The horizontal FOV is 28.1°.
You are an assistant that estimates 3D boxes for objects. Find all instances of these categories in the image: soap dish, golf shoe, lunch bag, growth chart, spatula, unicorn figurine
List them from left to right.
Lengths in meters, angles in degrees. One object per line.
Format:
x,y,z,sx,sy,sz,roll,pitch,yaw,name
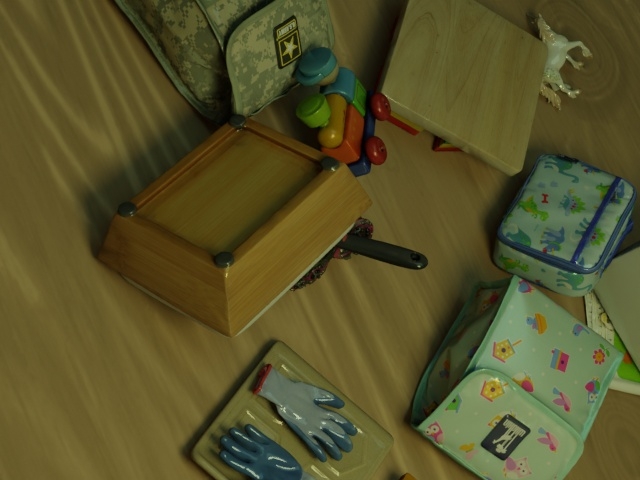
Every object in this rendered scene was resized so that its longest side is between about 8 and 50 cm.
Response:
-0.121,-0.324,1.805,0.235,0.169,0.287,-42,100,-38,lunch bag
-0.110,-0.030,1.652,0.229,0.118,0.291,28,53,27,soap dish
-0.019,0.009,1.788,0.186,0.067,0.086,-29,49,-28,golf shoe
0.000,0.000,1.721,0.296,0.030,0.084,11,45,15,spatula
0.269,0.214,1.798,0.223,0.160,0.262,36,68,-15,lunch bag
0.396,-0.309,2.147,0.111,0.060,0.162,26,59,-18,unicorn figurine
0.378,-0.026,1.960,0.176,0.090,0.219,25,54,18,lunch bag
0.483,0.136,2.032,0.172,0.021,0.237,5,68,-29,growth chart

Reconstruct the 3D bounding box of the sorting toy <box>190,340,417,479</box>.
0.001,0.302,1.673,0.307,0.041,0.229,41,51,-3,sorting toy

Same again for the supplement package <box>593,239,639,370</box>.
0.560,0.075,1.964,0.149,0.203,0.194,-26,85,-36,supplement package

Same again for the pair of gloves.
-0.041,0.258,1.633,0.159,0.023,0.198,35,51,-5,pair of gloves

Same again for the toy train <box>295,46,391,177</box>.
0.016,-0.142,1.775,0.143,0.105,0.248,50,35,-40,toy train

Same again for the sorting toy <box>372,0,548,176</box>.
0.209,-0.248,2.000,0.255,0.089,0.257,27,58,-17,sorting toy
